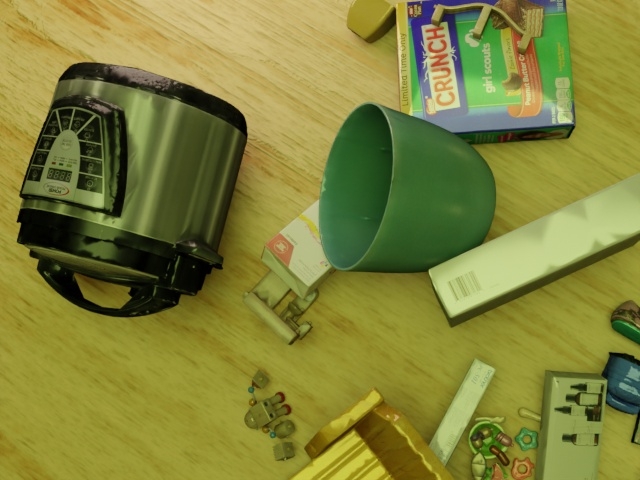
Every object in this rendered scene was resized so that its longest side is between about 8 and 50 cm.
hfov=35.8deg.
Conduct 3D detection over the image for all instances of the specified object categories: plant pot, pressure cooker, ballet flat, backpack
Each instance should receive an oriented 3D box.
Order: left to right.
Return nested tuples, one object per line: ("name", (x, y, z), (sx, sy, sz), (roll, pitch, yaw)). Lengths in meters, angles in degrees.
("pressure cooker", (-0.341, -0.071, 1.791), (0.375, 0.370, 0.420), (16, 84, -14))
("plant pot", (0.096, -0.433, 1.932), (0.081, 0.081, 0.083), (37, 98, 12))
("plant pot", (0.161, -0.074, 1.734), (0.235, 0.293, 0.293), (10, 81, -22))
("backpack", (0.545, 0.253, 1.738), (0.098, 0.120, 0.101), (19, 84, 10))
("ballet flat", (0.623, 0.183, 1.769), (0.221, 0.077, 0.079), (39, 69, 12))

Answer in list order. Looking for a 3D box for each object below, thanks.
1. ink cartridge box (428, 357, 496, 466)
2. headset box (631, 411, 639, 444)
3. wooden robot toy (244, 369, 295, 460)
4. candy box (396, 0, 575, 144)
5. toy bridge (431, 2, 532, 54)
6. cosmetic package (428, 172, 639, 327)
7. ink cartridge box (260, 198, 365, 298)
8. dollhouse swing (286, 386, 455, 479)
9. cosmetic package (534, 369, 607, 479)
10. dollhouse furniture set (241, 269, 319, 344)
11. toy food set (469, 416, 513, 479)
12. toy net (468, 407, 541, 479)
("ink cartridge box", (0.248, 0.313, 1.782), (0.046, 0.097, 0.207), (28, 87, 11))
("headset box", (0.602, 0.341, 1.761), (0.083, 0.032, 0.062), (16, 84, 12))
("wooden robot toy", (-0.104, 0.334, 1.858), (0.079, 0.076, 0.173), (-35, 76, 37))
("candy box", (0.304, -0.319, 1.861), (0.317, 0.122, 0.268), (-4, 81, 9))
("toy bridge", (0.294, -0.397, 1.801), (0.188, 0.026, 0.063), (22, 80, 13))
("cosmetic package", (0.376, 0.028, 1.715), (0.377, 0.284, 0.097), (-25, 77, 3))
("ink cartridge box", (0.000, 0.000, 1.846), (0.115, 0.067, 0.198), (43, 63, 11))
("dollhouse swing", (0.061, 0.499, 1.694), (0.305, 0.315, 0.347), (-34, 78, -19))
("cosmetic package", (0.435, 0.352, 1.734), (0.099, 0.060, 0.239), (4, 96, 0))
("dollhouse furniture set", (-0.059, 0.102, 1.832), (0.144, 0.151, 0.123), (43, 89, 10))
("toy food set", (0.304, 0.375, 1.758), (0.078, 0.019, 0.122), (-3, 83, 8))
("toy net", (0.387, 0.355, 1.783), (0.232, 0.045, 0.122), (-21, 79, 4))
